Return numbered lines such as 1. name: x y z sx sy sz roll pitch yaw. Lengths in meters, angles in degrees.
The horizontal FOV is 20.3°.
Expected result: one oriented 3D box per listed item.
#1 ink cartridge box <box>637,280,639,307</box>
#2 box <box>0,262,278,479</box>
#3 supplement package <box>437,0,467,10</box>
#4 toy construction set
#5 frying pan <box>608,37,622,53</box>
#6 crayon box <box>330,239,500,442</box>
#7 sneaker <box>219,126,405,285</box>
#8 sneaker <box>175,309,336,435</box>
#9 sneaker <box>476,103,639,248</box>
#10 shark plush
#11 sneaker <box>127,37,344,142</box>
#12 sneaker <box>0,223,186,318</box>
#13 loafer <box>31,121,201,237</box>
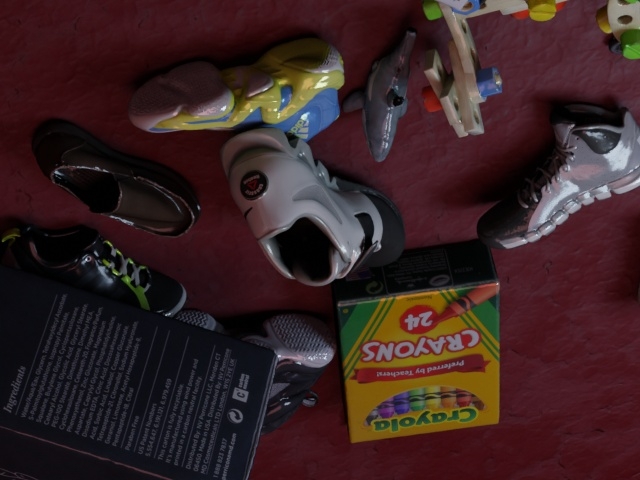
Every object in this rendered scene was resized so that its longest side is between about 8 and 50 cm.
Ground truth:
1. ink cartridge box: 0.519 0.044 2.230 0.218 0.092 0.158 -2 133 -5
2. box: -0.289 0.226 2.100 0.395 0.212 0.293 18 142 -7
3. supplement package: 0.107 -0.329 1.746 0.105 0.179 0.105 20 127 -26
4. toy construction set: 0.236 -0.246 1.881 0.328 0.151 0.215 -26 145 14
5. frying pan: 0.493 -0.277 1.955 0.326 0.053 0.197 -3 133 -10
6. crayon box: 0.124 0.150 2.275 0.202 0.081 0.318 -8 135 -2
7. sneaker: 0.000 0.000 2.033 0.122 0.146 0.330 -26 151 24
8. sneaker: -0.118 0.173 2.242 0.269 0.101 0.153 -1 131 -11
9. sneaker: 0.268 -0.090 2.078 0.229 0.086 0.132 -28 127 4
10. shark plush: 0.087 -0.165 1.977 0.073 0.067 0.161 16 129 -23
11. sneaker: -0.085 -0.136 1.963 0.240 0.091 0.126 -13 135 2
12. sneaker: -0.263 0.037 2.103 0.235 0.084 0.097 11 129 -19
13. loafer: -0.232 -0.051 2.027 0.220 0.078 0.080 26 125 -29
